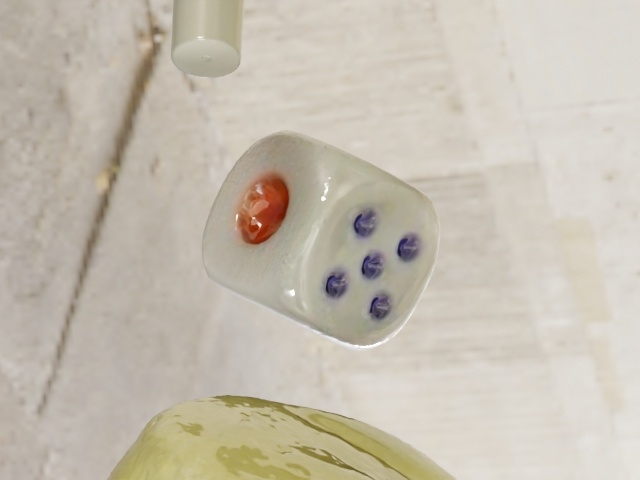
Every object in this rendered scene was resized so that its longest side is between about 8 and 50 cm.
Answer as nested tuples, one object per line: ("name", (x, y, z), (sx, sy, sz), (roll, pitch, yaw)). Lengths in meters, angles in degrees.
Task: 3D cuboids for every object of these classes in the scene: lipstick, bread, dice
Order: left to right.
("lipstick", (-0.107, -0.285, 1.726), (0.070, 0.070, 0.254), (56, 30, -57))
("bread", (-0.024, 0.262, 1.297), (0.320, 0.320, 0.237), (-16, 126, -72))
("dice", (0.000, 0.000, 1.911), (0.192, 0.193, 0.194), (26, 87, -41))
